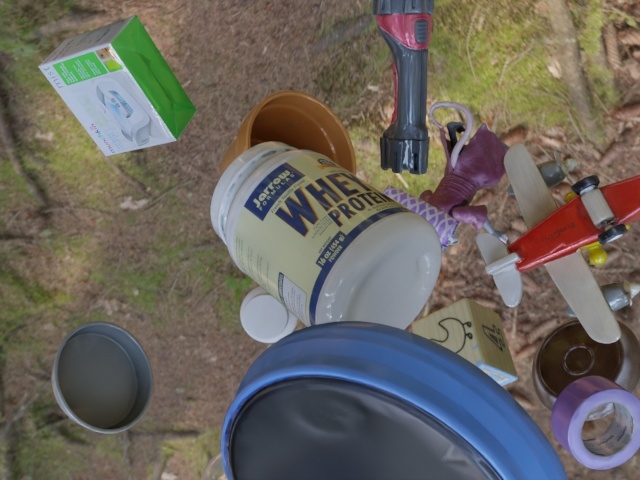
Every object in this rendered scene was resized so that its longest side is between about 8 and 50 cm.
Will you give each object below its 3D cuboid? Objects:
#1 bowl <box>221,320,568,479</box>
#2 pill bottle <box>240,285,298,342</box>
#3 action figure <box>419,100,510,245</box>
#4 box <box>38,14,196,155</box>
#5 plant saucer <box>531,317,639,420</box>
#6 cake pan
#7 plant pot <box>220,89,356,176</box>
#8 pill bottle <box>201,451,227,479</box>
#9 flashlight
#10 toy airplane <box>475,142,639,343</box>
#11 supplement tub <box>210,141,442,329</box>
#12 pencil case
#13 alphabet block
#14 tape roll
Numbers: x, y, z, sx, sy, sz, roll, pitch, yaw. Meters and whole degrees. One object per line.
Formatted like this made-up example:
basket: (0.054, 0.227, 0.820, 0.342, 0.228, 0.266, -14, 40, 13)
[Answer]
bowl: (0.063, 0.273, 0.767, 0.391, 0.077, 0.391, 14, 122, 24)
pill bottle: (-0.116, 0.170, 1.693, 0.136, 0.246, 0.136, 0, 90, 3)
action figure: (0.368, -0.139, 1.871, 0.248, 0.370, 0.275, 13, 156, 38)
box: (-0.455, -0.345, 1.619, 0.231, 0.126, 0.262, -6, 132, 29)
plant saucer: (0.708, 0.331, 1.932, 0.311, 0.310, 0.050, -35, 129, 21)
cake pan: (-0.564, 0.353, 1.834, 0.054, 0.293, 0.293, -26, 115, 33)
plant pot: (-0.094, -0.167, 1.615, 0.291, 0.291, 0.203, 46, 145, -19)
pill bottle: (-0.156, 0.553, 1.519, 0.124, 0.124, 0.221, -13, 127, 11)
flashlight: (0.137, -0.270, 1.201, 0.103, 0.103, 0.304, 4, 107, 13)
toy airplane: (0.559, -0.003, 1.630, 0.272, 0.384, 0.386, -7, 111, -42)
supplement tub: (0.000, 0.000, 1.115, 0.235, 0.325, 0.235, -29, 137, -30)
pencil case: (0.232, -0.057, 1.734, 0.206, 0.086, 0.088, 31, 156, 11)
alphabet block: (0.387, 0.298, 1.921, 0.192, 0.197, 0.193, -30, 142, 28)
tape roll: (0.614, 0.401, 1.575, 0.189, 0.080, 0.189, -2, 101, -10)
